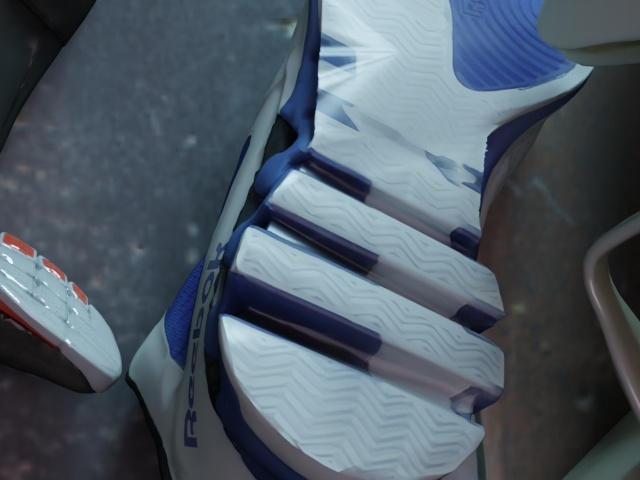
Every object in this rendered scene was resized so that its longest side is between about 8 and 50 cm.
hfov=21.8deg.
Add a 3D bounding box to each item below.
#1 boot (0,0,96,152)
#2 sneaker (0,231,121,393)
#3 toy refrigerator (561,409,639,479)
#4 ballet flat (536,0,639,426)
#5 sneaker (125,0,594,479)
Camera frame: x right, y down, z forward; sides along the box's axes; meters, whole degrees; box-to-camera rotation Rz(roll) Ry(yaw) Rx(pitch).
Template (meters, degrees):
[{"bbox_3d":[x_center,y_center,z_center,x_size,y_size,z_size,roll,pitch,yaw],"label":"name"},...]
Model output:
[{"bbox_3d":[-0.193,-0.114,0.672,0.198,0.077,0.137,26,83,-8],"label":"boot"},{"bbox_3d":[-0.156,0.025,0.678,0.158,0.061,0.065,33,104,-7],"label":"sneaker"},{"bbox_3d":[0.106,0.177,0.695,0.269,0.094,0.102,-43,90,-17],"label":"toy refrigerator"},{"bbox_3d":[0.171,-0.022,0.589,0.164,0.182,0.483,-23,103,-53],"label":"ballet flat"},{"bbox_3d":[0.000,0.001,0.677,0.127,0.182,0.315,30,48,-10],"label":"sneaker"}]
